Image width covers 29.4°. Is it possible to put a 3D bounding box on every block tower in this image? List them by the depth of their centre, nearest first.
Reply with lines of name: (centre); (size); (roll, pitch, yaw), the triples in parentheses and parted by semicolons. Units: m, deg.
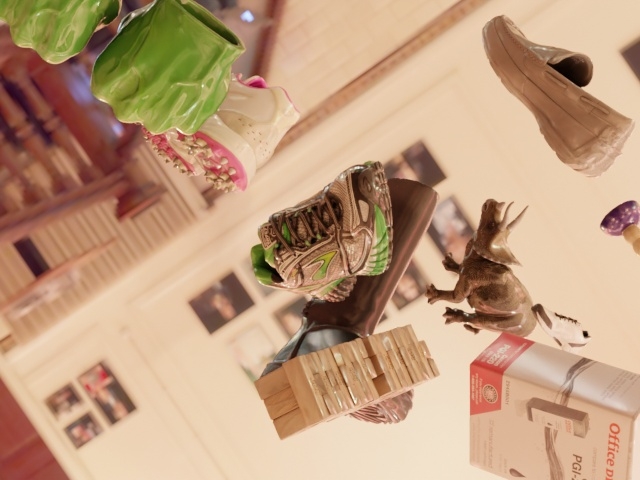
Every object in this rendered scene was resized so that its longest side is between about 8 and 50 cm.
block tower: (0.040, 0.192, 1.698); (0.097, 0.091, 0.335); (-30, 168, 28)

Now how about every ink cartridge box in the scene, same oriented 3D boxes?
ink cartridge box: (0.290, 0.221, 1.453); (0.218, 0.158, 0.092); (15, -148, 33)

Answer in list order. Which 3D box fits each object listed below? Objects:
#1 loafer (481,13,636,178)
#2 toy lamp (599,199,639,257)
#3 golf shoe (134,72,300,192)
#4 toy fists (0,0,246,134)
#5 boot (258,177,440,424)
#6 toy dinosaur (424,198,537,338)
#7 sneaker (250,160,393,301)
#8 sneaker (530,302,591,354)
loafer: (0.329, -0.220, 1.695); (0.112, 0.319, 0.111); (20, 121, -44)
toy lamp: (0.523, 0.065, 1.826); (0.080, 0.274, 0.080); (-22, 149, -14)
golf shoe: (-0.136, -0.151, 1.526); (0.140, 0.115, 0.306); (-43, -144, -14)
toy fists: (-0.219, -0.224, 1.279); (0.142, 0.279, 0.096); (-50, -168, 17)
boot: (0.109, 0.093, 2.179); (0.367, 0.146, 0.445); (2, -126, 50)
toy dinosaur: (0.271, 0.095, 1.915); (0.160, 0.313, 0.121); (-3, -152, 41)
sneaker: (0.000, 0.000, 1.633); (0.146, 0.134, 0.343); (2, 156, -19)
sneaker: (0.327, 0.114, 1.663); (0.044, 0.109, 0.040); (-40, -147, 15)
